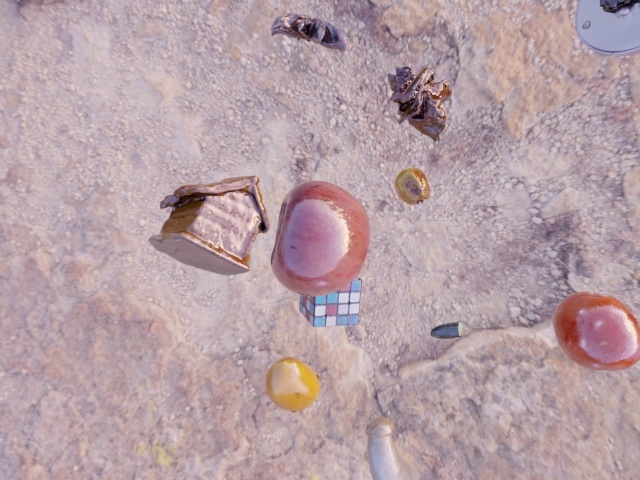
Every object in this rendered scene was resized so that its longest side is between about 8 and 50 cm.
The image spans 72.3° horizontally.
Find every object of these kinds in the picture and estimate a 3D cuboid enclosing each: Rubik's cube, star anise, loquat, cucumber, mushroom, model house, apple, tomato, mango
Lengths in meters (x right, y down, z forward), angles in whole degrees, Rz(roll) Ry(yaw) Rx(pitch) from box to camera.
[{"bbox_3d":[0.028,0.176,1.388,0.154,0.155,0.151,0,100,-19],"label":"Rubik's cube"},{"bbox_3d":[0.273,-0.388,1.204,0.148,0.346,0.237,-24,90,27],"label":"star anise"},{"bbox_3d":[0.322,-0.189,1.539,0.113,0.137,0.137,-34,83,-30],"label":"loquat"},{"bbox_3d":[-0.015,-0.344,0.721,0.141,0.141,0.042,19,110,11],"label":"star anise"},{"bbox_3d":[0.377,0.270,1.313,0.105,0.048,0.048,-19,87,40],"label":"cucumber"},{"bbox_3d":[0.160,0.511,0.984,0.103,0.118,0.270,-8,127,19],"label":"mushroom"},{"bbox_3d":[-0.253,-0.053,1.048,0.199,0.220,0.229,-6,54,49],"label":"model house"},{"bbox_3d":[0.000,0.000,0.580,0.120,0.153,0.153,12,94,-10],"label":"apple"},{"bbox_3d":[0.769,0.261,1.226,0.189,0.232,0.232,-27,86,4],"label":"tomato"},{"bbox_3d":[-0.111,0.504,1.558,0.187,0.257,0.138,-10,44,18],"label":"mango"}]

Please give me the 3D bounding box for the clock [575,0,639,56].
[{"bbox_3d":[0.375,-0.322,0.495,0.172,0.064,0.198,3,101,56],"label":"clock"}]
